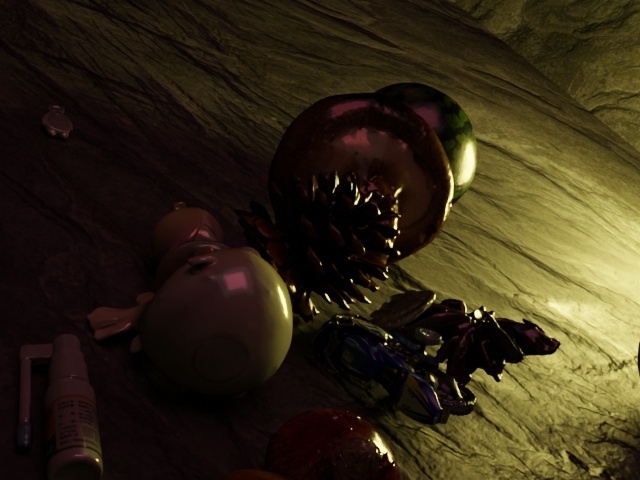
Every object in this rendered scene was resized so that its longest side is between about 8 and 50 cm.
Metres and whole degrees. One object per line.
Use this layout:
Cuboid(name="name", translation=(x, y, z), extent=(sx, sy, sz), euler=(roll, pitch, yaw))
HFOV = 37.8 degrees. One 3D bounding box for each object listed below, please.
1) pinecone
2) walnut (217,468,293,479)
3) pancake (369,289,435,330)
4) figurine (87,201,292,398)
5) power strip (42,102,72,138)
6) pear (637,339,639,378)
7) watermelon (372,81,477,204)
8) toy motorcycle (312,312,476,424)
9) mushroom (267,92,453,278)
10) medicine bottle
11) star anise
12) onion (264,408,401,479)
Cuboid(name="pinecone", translation=(0.007, 0.007, 1.462), extent=(0.264, 0.264, 0.264), euler=(21, 28, -12))
Cuboid(name="walnut", translation=(-0.035, 0.327, 1.047), extent=(0.207, 0.115, 0.116), euler=(24, 27, 4))
Cuboid(name="pancake", translation=(0.139, 0.114, 1.583), extent=(0.129, 0.116, 0.022), euler=(-37, 110, -42))
Cuboid(name="figurine", translation=(-0.195, 0.062, 1.334), extent=(0.275, 0.226, 0.394), euler=(-11, 31, -9))
Cuboid(name="power strip", translation=(-0.476, -0.211, 1.685), extent=(0.055, 0.035, 0.083), euler=(9, 46, -31))
Cuboid(name="pear", translation=(0.727, 0.275, 1.721), extent=(0.340, 0.191, 0.386), euler=(34, 28, 5))
Cuboid(name="watermelon", translation=(0.178, -0.183, 1.936), extent=(0.285, 0.285, 0.285), euler=(21, 28, -12))
Cuboid(name="toy motorcycle", translation=(0.094, 0.183, 1.405), extent=(0.169, 0.113, 0.315), euler=(5, 19, -41))
Cuboid(name="mushroom", translation=(0.070, -0.106, 1.696), extent=(0.239, 0.344, 0.345), euler=(3, 7, 42))
Cuboid(name="medicine bottle", translation=(-0.310, 0.196, 1.099), extent=(0.092, 0.061, 0.220), euler=(-4, 36, -15))
Cuboid(name="star anise", translation=(0.255, 0.164, 1.575), extent=(0.283, 0.129, 0.212), euler=(16, 22, 19))
Cuboid(name="onion", translation=(0.025, 0.279, 1.152), extent=(0.184, 0.147, 0.184), euler=(18, 43, -18))
